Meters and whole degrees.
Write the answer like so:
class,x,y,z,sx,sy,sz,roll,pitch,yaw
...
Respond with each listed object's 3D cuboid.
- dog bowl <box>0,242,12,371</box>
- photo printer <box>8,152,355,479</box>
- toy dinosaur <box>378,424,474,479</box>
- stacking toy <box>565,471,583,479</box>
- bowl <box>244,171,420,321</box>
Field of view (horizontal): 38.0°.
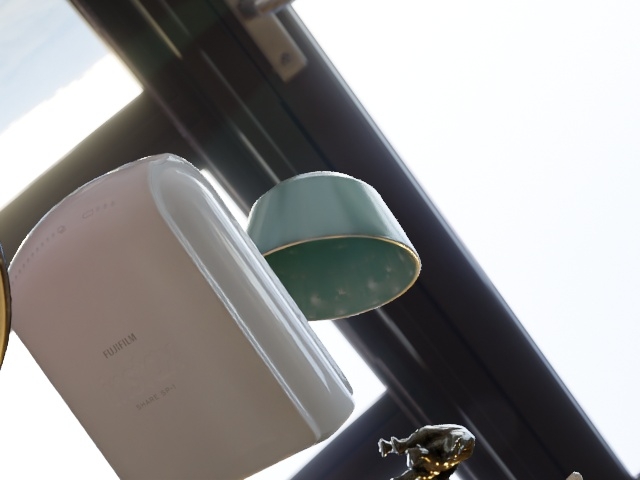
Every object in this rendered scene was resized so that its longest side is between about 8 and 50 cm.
class,x,y,z,sx,sy,sz,roll,pitch,yaw
dog bowl,-0.395,0.027,0.509,0.408,0.408,0.150,-38,-133,-1
photo printer,-0.148,0.087,0.869,0.256,0.307,0.107,-32,-176,32
toy dinosaur,0.208,0.376,1.666,0.160,0.313,0.121,-11,-123,-21
stacking toy,0.155,0.336,0.735,0.280,0.130,0.309,-25,-116,-3
bowl,0.000,0.000,1.543,0.312,0.311,0.163,-26,-124,29
